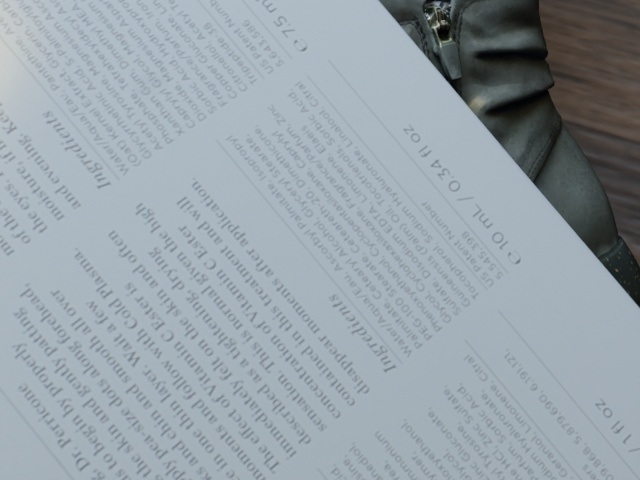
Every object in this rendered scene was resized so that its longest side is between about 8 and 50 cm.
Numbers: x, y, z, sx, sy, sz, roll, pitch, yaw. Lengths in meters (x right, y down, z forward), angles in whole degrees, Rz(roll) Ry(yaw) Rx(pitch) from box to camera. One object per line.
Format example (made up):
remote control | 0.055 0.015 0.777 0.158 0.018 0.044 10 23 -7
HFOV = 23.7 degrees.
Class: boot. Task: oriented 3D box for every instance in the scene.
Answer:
boot | 0.000 0.000 0.533 0.246 0.161 0.083 -32 16 -27

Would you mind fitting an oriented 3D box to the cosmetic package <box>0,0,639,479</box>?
cosmetic package | -0.044 0.089 0.388 0.284 0.097 0.377 -37 85 -28
